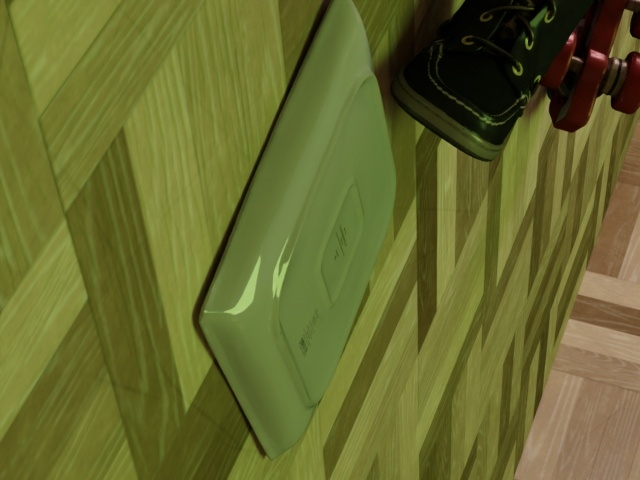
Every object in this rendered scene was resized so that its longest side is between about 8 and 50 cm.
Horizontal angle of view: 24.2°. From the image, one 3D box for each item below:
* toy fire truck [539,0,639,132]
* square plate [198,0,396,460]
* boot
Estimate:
[{"bbox_3d":[0.446,-0.320,2.468,0.254,0.169,0.302,130,-23,-84],"label":"toy fire truck"},{"bbox_3d":[0.000,0.000,1.396,0.347,0.049,0.344,72,35,-61],"label":"square plate"},{"bbox_3d":[0.220,-0.247,1.586,0.284,0.138,0.377,-54,176,22],"label":"boot"}]
